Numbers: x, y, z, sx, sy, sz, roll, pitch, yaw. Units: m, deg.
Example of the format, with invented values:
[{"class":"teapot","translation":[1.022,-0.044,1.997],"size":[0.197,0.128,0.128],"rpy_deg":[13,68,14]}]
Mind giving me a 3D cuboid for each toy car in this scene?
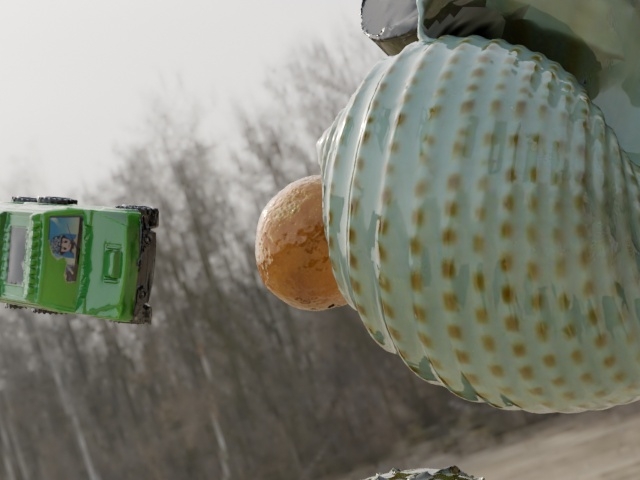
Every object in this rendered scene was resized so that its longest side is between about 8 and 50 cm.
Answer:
[{"class":"toy car","translation":[-0.156,0.010,0.811],"size":[0.062,0.071,0.165],"rpy_deg":[3,1,-42]}]

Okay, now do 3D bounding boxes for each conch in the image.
[{"class":"conch","translation":[0.160,-0.022,0.843],"size":[0.303,0.319,0.215],"rpy_deg":[-63,3,-35]}]

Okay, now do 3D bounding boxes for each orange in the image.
[{"class":"orange","translation":[-0.002,0.001,1.308],"size":[0.117,0.135,0.135],"rpy_deg":[19,19,38]}]

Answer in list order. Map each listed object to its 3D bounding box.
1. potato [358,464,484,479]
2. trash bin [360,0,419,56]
[{"class":"potato","translation":[0.031,0.226,1.046],"size":[0.226,0.090,0.117],"rpy_deg":[-11,24,9]},{"class":"trash bin","translation":[0.203,-0.206,1.532],"size":[0.252,0.203,0.301],"rpy_deg":[-40,-57,14]}]
